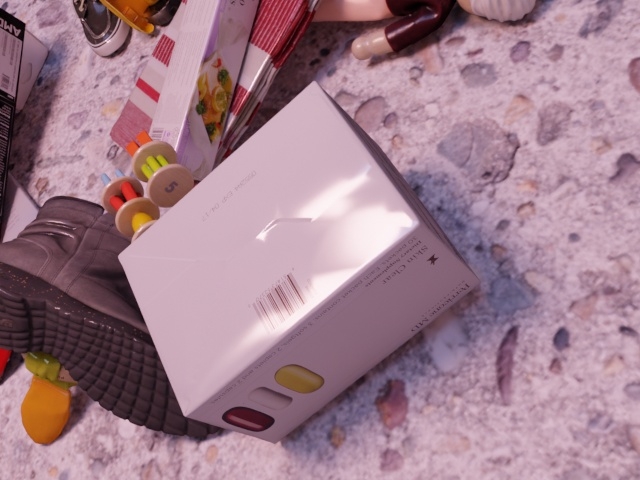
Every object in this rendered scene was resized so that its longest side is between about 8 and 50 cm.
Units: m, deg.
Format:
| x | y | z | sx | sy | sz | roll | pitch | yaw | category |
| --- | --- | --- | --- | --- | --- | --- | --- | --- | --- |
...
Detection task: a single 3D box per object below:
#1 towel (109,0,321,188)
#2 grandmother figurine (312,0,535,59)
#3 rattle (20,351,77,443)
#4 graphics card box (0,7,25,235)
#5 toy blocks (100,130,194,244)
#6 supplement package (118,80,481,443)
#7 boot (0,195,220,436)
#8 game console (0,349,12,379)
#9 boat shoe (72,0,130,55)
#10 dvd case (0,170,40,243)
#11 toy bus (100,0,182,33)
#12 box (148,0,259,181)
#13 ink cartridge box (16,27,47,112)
| x | y | z | sx | sy | sz | roll | pitch | yaw | category |
| --- | --- | --- | --- | --- | --- | --- | --- | --- | --- |
| -0.141 | -0.229 | 1.062 | 0.237 | 0.037 | 0.329 | 39 | 102 | 41 | towel |
| 0.098 | -0.314 | 0.987 | 0.342 | 0.104 | 0.208 | 14 | 98 | 34 | grandmother figurine |
| -0.295 | 0.122 | 1.000 | 0.130 | 0.143 | 0.200 | -5 | 36 | -7 | rattle |
| -0.571 | -0.157 | 1.231 | 0.232 | 0.094 | 0.371 | -11 | 70 | 28 | graphics card box |
| -0.205 | -0.067 | 0.929 | 0.148 | 0.054 | 0.123 | 46 | 124 | 42 | toy blocks |
| -0.025 | 0.026 | 0.781 | 0.262 | 0.145 | 0.204 | -40 | 53 | 11 | supplement package |
| -0.214 | 0.060 | 0.914 | 0.338 | 0.118 | 0.223 | 28 | 35 | 6 | boot |
| -0.413 | 0.094 | 1.082 | 0.124 | 0.085 | 0.144 | -31 | 60 | -28 | game console |
| -0.369 | -0.380 | 1.330 | 0.077 | 0.070 | 0.219 | -34 | 50 | 10 | boat shoe |
| -0.478 | 0.009 | 1.189 | 0.180 | 0.022 | 0.253 | -48 | 49 | -3 | dvd case |
| -0.291 | -0.450 | 1.283 | 0.211 | 0.149 | 0.220 | 24 | 78 | 48 | toy bus |
| -0.133 | -0.231 | 0.989 | 0.067 | 0.063 | 0.324 | 8 | 80 | 40 | box |
| -0.575 | -0.284 | 1.394 | 0.190 | 0.082 | 0.140 | -2 | 61 | 32 | ink cartridge box |
